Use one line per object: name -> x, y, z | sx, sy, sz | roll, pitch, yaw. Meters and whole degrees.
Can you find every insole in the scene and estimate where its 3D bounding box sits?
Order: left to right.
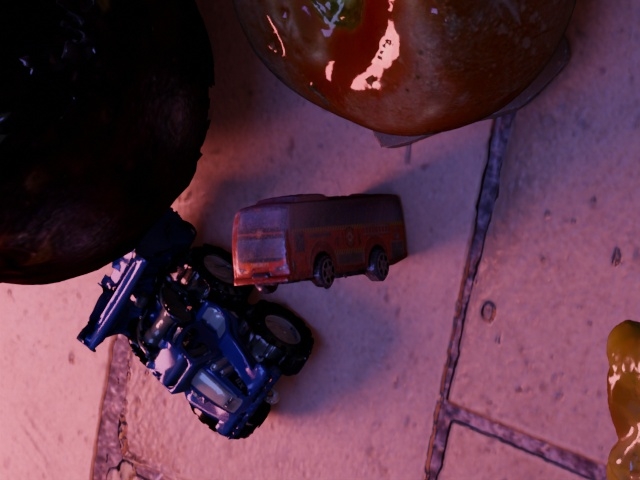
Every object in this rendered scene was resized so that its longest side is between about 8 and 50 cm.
insole -> 0.119, -0.122, 1.590 | 0.192, 0.010, 0.063 | -22, 86, 34

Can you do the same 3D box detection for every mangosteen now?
mangosteen -> -0.246, -0.156, 1.623 | 0.381, 0.381, 0.421 | 37, 73, 21

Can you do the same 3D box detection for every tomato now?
tomato -> 0.069, -0.218, 1.482 | 0.270, 0.222, 0.270 | 29, 138, 30

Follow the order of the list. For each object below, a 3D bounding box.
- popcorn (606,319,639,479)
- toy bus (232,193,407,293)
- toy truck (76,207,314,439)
popcorn -> 0.319, 0.130, 1.394 | 0.252, 0.215, 0.286 | 19, 112, 22
toy bus -> 0.000, 0.000, 1.579 | 0.065, 0.192, 0.077 | -6, 90, 31
toy truck -> -0.120, 0.072, 1.705 | 0.208, 0.126, 0.113 | 43, 118, 19
